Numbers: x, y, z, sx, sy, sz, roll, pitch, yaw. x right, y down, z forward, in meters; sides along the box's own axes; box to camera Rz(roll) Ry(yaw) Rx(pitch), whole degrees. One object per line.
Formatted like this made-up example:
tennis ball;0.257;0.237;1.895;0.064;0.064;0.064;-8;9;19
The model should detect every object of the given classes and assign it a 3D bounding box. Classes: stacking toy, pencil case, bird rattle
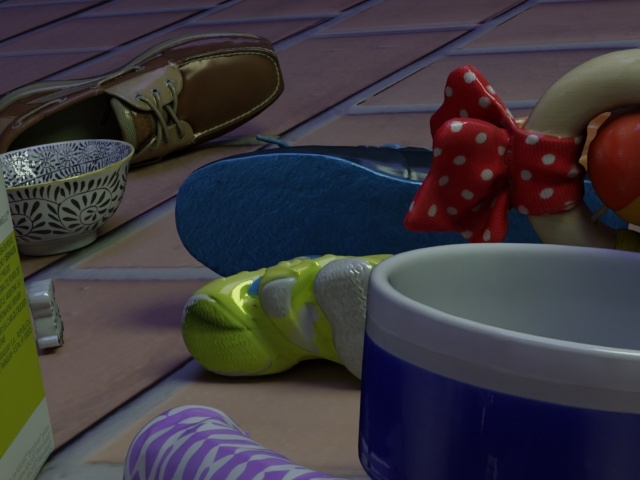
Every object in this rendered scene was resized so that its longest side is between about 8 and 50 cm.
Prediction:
stacking toy;-0.284;0.095;1.456;0.167;0.052;0.221;-10;17;2
pencil case;-0.032;0.144;1.062;0.088;0.086;0.206;-24;20;-24
bird rattle;0.191;-0.037;1.293;0.207;0.253;0.143;-46;-8;27

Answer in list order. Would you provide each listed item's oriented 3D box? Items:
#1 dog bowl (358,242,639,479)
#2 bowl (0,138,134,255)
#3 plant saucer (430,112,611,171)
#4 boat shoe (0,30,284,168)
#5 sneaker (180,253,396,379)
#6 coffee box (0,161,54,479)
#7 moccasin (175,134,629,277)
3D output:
dog bowl;0.153;0.078;1.049;0.264;0.104;0.265;5;11;-1
bowl;-0.248;-0.034;1.827;0.170;0.080;0.170;-9;16;3
plant saucer;0.199;-0.077;1.811;0.200;0.037;0.200;-9;16;3
boat shoe;-0.194;-0.127;2.089;0.324;0.123;0.120;-18;21;-2
sneaker;0.023;0.040;1.394;0.240;0.091;0.126;0;17;31
coffee box;-0.379;0.047;1.137;0.337;0.334;0.338;-6;16;10
moccasin;0.061;-0.008;1.527;0.342;0.138;0.117;6;12;2
